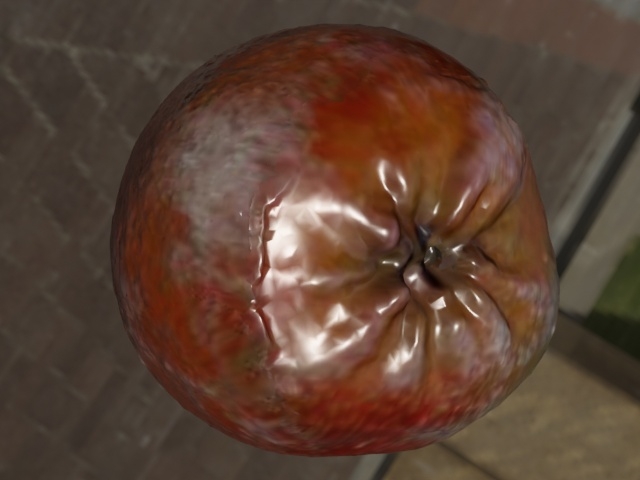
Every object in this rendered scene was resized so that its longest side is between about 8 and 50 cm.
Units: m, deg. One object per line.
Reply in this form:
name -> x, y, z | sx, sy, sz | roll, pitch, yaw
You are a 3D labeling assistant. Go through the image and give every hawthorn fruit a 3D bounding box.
hawthorn fruit -> 0.000, 0.000, 0.696 | 0.173, 0.173, 0.173 | -52, 164, -22
